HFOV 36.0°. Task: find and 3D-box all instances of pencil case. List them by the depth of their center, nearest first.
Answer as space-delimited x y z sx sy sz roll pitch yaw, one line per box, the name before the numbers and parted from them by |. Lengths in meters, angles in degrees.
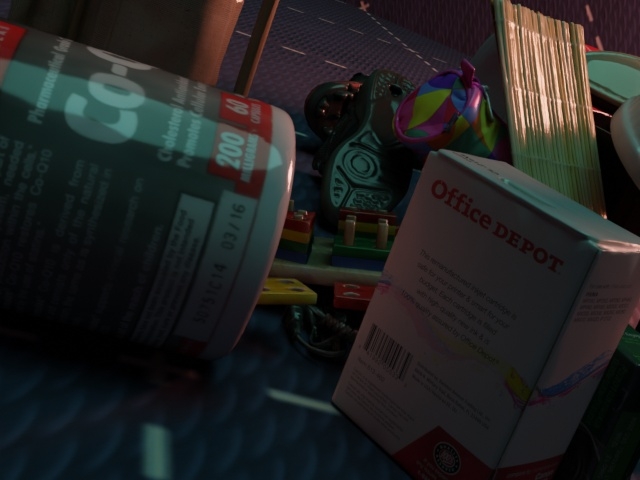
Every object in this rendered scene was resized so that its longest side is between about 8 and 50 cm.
pencil case | 0.174 -0.070 0.998 0.236 0.104 0.104 44 3 -34

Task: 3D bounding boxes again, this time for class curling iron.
curling iron | 0.045 0.040 0.780 0.068 0.035 0.274 26 19 16

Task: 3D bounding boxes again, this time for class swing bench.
swing bench | -0.170 -0.200 0.888 0.165 0.253 0.254 8 22 -35

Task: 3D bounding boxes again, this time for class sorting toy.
sorting toy | 0.000 0.000 0.751 0.132 0.046 0.274 6 10 3

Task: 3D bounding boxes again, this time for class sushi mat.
sushi mat | 0.235 -0.079 0.973 0.151 0.317 0.019 2 -11 -40

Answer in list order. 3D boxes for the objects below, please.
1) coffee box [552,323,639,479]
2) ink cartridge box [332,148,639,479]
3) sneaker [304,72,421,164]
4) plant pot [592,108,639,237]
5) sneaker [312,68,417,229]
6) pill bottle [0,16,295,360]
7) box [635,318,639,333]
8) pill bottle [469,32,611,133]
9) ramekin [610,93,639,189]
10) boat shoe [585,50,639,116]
coffee box | 0.145 0.082 0.649 0.040 0.113 0.184 8 23 -25
ink cartridge box | 0.097 0.052 0.571 0.072 0.175 0.127 3 25 -43
sneaker | 0.056 -0.165 1.289 0.135 0.098 0.276 34 20 34
plant pot | 0.329 -0.046 1.131 0.187 0.167 0.188 5 23 -39
sneaker | 0.039 -0.069 1.035 0.087 0.130 0.228 23 45 -8
pill bottle | -0.171 -0.040 0.569 0.283 0.161 0.161 16 18 -14
box | 0.433 0.014 0.825 0.395 0.318 0.097 3 26 -42
pill bottle | 0.401 -0.134 1.365 0.407 0.229 0.229 14 19 -19
ramekin | 0.391 -0.086 0.941 0.207 0.109 0.207 25 39 -22
boat shoe | 0.377 -0.146 1.100 0.227 0.069 0.081 18 58 3
